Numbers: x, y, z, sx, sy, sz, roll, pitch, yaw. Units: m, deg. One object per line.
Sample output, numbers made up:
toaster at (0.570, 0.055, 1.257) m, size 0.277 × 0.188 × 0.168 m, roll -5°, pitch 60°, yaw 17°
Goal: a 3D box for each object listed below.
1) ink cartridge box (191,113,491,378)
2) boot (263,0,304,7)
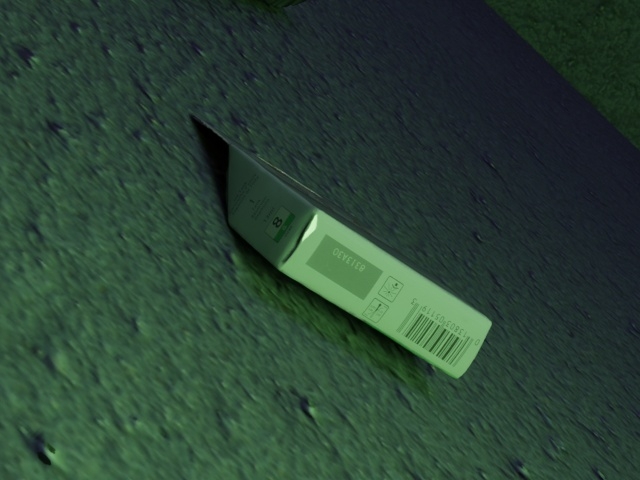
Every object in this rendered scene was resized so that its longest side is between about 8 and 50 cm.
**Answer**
ink cartridge box at (0.000, 0.000, 1.135) m, size 0.181 × 0.056 × 0.225 m, roll 32°, pitch 2°, yaw -34°
boot at (-0.187, -0.444, 1.534) m, size 0.445 × 0.146 × 0.367 m, roll 53°, pitch 9°, yaw 15°
